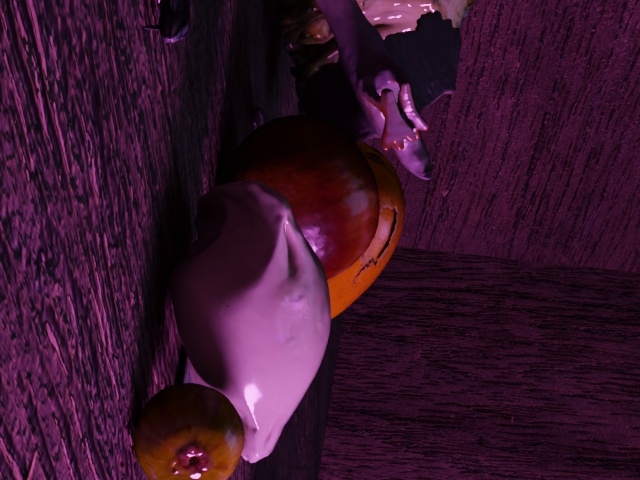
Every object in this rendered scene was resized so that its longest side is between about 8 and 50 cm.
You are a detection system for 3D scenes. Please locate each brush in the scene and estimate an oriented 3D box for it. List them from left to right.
[{"bbox_3d":[-0.071,-0.070,1.378,0.266,0.027,0.062,89,22,-51],"label":"brush"}]

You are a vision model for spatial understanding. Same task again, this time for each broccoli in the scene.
[{"bbox_3d":[0.061,-0.315,1.362,0.248,0.245,0.288,-55,146,-37],"label":"broccoli"}]

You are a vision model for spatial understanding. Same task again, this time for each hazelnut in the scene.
[{"bbox_3d":[-0.032,-0.030,1.143,0.204,0.178,0.178,-47,-154,48],"label":"hazelnut"}]

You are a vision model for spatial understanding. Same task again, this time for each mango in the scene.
[{"bbox_3d":[0.000,0.000,1.323,0.160,0.191,0.290,43,70,-31],"label":"mango"}]

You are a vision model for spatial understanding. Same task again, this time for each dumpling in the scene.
[{"bbox_3d":[-0.076,0.064,0.958,0.179,0.131,0.252,14,-70,50],"label":"dumpling"}]

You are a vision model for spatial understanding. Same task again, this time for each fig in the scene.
[{"bbox_3d":[-0.128,0.154,0.901,0.166,0.093,0.093,24,-67,55],"label":"fig"}]

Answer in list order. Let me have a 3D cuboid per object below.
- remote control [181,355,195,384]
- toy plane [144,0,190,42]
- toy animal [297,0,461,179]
[{"bbox_3d":[-0.119,0.203,1.042,0.103,0.051,0.293,88,10,-70],"label":"remote control"},{"bbox_3d":[-0.108,-0.173,0.788,0.078,0.031,0.083,91,7,-48],"label":"toy plane"},{"bbox_3d":[0.051,-0.221,1.154,0.284,0.225,0.302,59,5,-36],"label":"toy animal"}]
